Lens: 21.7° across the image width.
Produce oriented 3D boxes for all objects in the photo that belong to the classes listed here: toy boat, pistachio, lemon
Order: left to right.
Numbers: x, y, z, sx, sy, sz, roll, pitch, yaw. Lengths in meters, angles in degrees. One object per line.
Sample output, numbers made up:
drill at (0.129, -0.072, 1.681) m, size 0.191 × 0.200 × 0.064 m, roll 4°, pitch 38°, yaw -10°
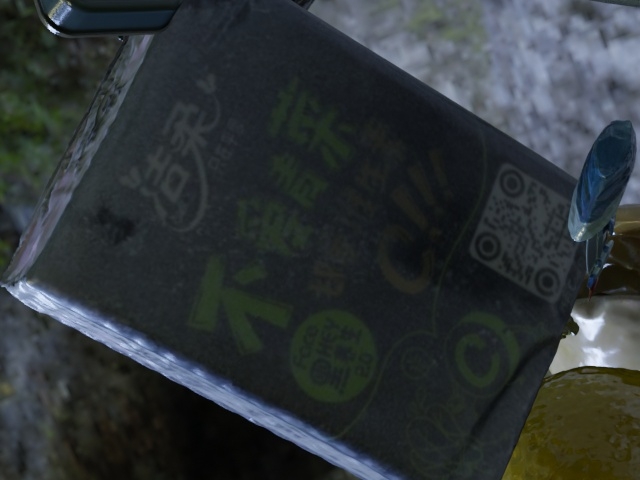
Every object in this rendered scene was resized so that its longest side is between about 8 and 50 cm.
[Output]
toy boat at (0.191, -0.014, 1.170) m, size 0.034 × 0.149 × 0.105 m, roll 21°, pitch -149°, yaw 15°
lemon at (0.273, 0.282, 1.559) m, size 0.336 × 0.336 × 0.336 m, roll -21°, pitch -169°, yaw 4°
pistachio at (0.345, 0.069, 1.807) m, size 0.238 × 0.229 × 0.321 m, roll 5°, pitch 163°, yaw 4°

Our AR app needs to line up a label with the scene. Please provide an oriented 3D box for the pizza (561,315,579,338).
pizza at (0.121, 0.071, 1.721) m, size 0.287 × 0.075 × 0.280 m, roll 15°, pitch -164°, yaw 22°

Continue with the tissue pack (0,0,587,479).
tissue pack at (0.000, 0.000, 1.254) m, size 0.124 × 0.394 × 0.288 m, roll -16°, pitch -133°, yaw 66°

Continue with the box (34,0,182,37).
box at (-0.135, -0.181, 0.983) m, size 0.091 × 0.126 × 0.031 m, roll -6°, pitch 159°, yaw -36°

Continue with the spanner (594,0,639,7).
spanner at (0.244, -0.183, 1.131) m, size 0.324 × 0.040 × 0.096 m, roll 10°, pitch -138°, yaw -6°

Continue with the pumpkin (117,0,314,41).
pumpkin at (-0.124, -0.292, 1.693) m, size 0.248 × 0.248 × 0.248 m, roll -21°, pitch -169°, yaw 4°
